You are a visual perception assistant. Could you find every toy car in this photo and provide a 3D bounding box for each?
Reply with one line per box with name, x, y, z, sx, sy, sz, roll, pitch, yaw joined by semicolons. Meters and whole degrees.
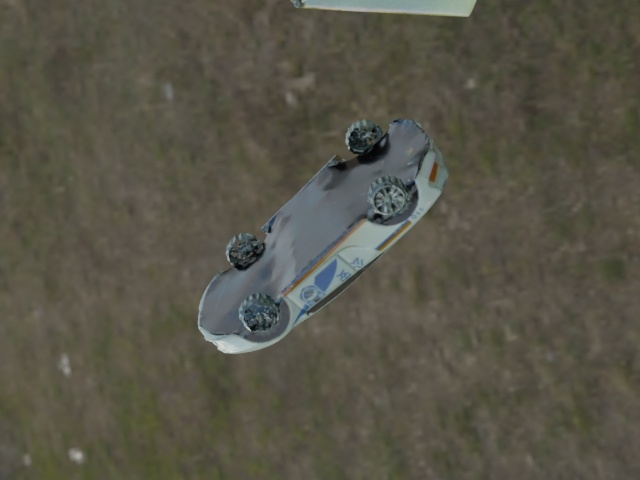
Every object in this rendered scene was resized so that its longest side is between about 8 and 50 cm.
toy car;0.000;0.000;1.062;0.205;0.056;0.095;-44;29;14

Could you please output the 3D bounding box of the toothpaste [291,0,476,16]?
toothpaste;-0.019;-0.212;0.739;0.313;0.089;0.071;-119;37;-44
